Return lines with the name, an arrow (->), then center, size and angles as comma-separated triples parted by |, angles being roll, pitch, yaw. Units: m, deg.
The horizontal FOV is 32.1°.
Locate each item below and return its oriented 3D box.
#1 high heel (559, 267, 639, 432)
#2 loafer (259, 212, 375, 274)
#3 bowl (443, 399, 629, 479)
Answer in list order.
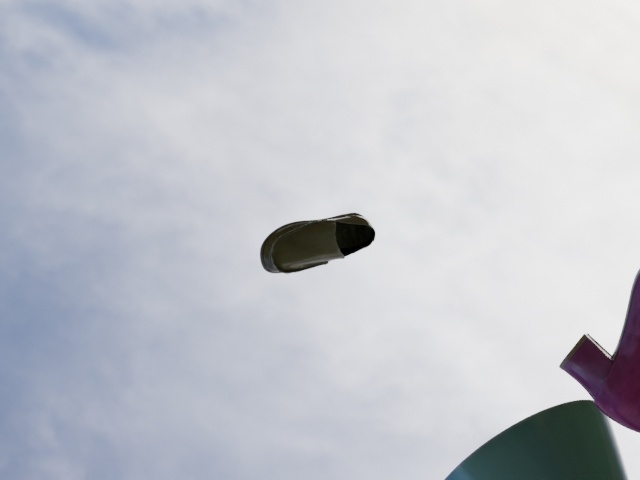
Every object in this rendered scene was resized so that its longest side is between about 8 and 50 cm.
high heel -> 0.370, 0.085, 1.181 | 0.117, 0.244, 0.082 | 41, -170, 18
loafer -> 0.000, 0.000, 1.271 | 0.148, 0.056, 0.050 | -21, -169, -26
bowl -> 0.324, 0.385, 1.586 | 0.311, 0.311, 0.163 | -7, -132, -34
